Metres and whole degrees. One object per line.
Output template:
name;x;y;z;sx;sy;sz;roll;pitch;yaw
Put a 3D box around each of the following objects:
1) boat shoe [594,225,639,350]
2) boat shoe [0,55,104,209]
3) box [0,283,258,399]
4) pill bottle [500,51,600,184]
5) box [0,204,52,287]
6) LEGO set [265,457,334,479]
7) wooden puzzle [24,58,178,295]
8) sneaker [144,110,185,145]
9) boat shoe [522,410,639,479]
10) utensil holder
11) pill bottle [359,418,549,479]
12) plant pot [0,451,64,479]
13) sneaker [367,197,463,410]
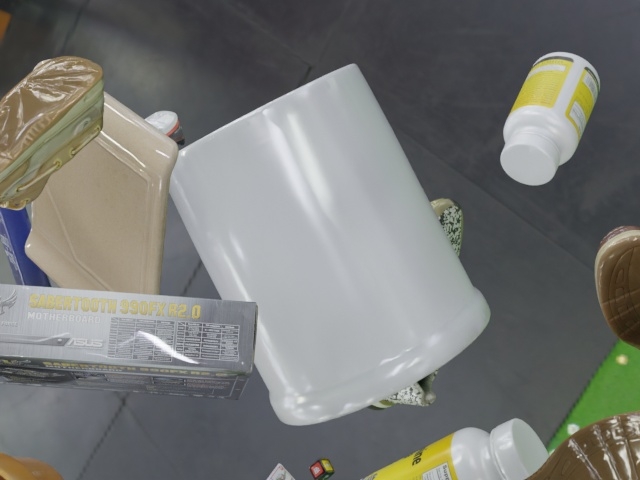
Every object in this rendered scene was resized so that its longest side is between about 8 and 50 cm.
boat shoe;0.455;0.076;1.316;0.123;0.342;0.123;-33;40;18
boat shoe;-0.195;-0.049;0.598;0.063;0.059;0.170;26;53;26
box;-0.173;0.087;0.780;0.183;0.231;0.056;114;159;-72
pill bottle;0.197;-0.104;0.826;0.065;0.065;0.116;-5;42;41
box;-0.397;0.015;1.270;0.136;0.036;0.225;10;118;66
LEGO set;0.007;0.333;1.081;0.060;0.244;0.182;-43;88;20
wooden puzzle;-0.228;-0.039;0.985;0.221;0.044;0.239;35;126;30
sneaker;-0.257;-0.116;1.323;0.157;0.065;0.061;-27;44;1
boat shoe;0.337;0.326;1.200;0.341;0.110;0.122;-38;38;28
utensil holder;0.000;0.000;1.297;0.327;0.327;0.386;-24;97;36
pill bottle;0.225;0.438;1.632;0.334;0.188;0.188;-33;60;24
plant pot;-0.403;0.349;1.172;0.205;0.188;0.205;0;87;8
sneaker;0.205;0.124;1.711;0.182;0.158;0.411;9;77;48
